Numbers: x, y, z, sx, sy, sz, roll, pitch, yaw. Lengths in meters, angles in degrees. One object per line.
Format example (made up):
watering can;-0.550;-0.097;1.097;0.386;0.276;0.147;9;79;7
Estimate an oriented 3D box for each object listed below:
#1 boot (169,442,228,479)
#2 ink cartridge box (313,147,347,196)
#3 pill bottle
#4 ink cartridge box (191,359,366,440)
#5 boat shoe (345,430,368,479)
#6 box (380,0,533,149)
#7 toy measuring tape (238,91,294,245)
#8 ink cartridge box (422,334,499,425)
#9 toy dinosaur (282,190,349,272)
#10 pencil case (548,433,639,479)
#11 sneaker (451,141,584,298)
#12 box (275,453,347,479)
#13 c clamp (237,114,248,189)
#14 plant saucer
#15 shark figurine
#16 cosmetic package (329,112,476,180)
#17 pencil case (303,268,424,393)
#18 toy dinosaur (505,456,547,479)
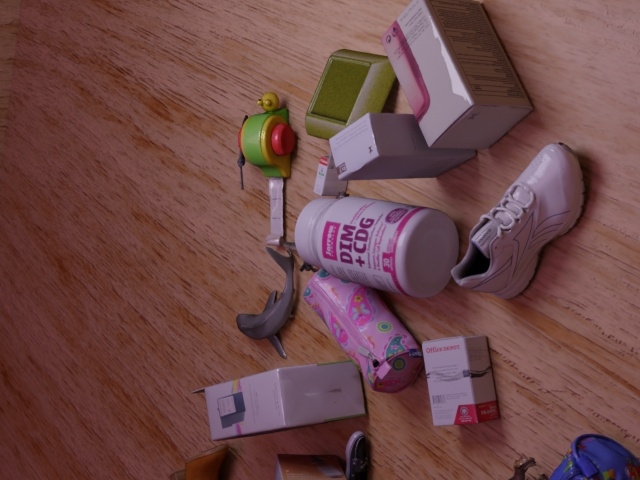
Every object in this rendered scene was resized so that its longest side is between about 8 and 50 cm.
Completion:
boot;-0.261;0.620;2.411;0.295;0.104;0.211;-46;63;49
ink cartridge box;0.028;-0.146;2.019;0.029;0.063;0.115;27;111;47
pill bottle;0.096;0.004;1.840;0.283;0.160;0.160;11;101;44
ink cartridge box;-0.097;0.336;2.086;0.353;0.207;0.119;-22;73;51
boat shoe;0.077;0.446;2.006;0.040;0.049;0.142;24;117;42
box;0.225;-0.281;1.694;0.127;0.148;0.232;-43;59;44
toy measuring tape;-0.118;-0.151;2.153;0.121;0.121;0.330;6;96;51
ink cartridge box;0.244;0.244;1.766;0.109;0.063;0.150;-16;79;51
toy dinosaur;0.000;0.000;2.066;0.268;0.064;0.118;-40;45;48
pencil case;0.373;0.439;1.560;0.119;0.133;0.306;54;130;41
sneaker;0.315;-0.024;1.610;0.111;0.129;0.297;50;127;40
box;-0.021;0.495;2.010;0.170;0.130;0.091;-137;50;-79
c clamp;-0.173;-0.205;2.244;0.161;0.022;0.137;-87;-1;-66
plant saucer;0.049;-0.283;1.952;0.188;0.045;0.188;22;90;49
shark figurine;-0.120;0.152;2.185;0.166;0.116;0.278;59;136;29
cosmetic package;0.143;-0.161;1.737;0.117;0.231;0.086;-28;70;48
pencil case;0.080;0.164;1.923;0.284;0.124;0.124;52;130;38
toy dinosaur;0.316;0.420;1.658;0.053;0.092;0.183;37;117;49
